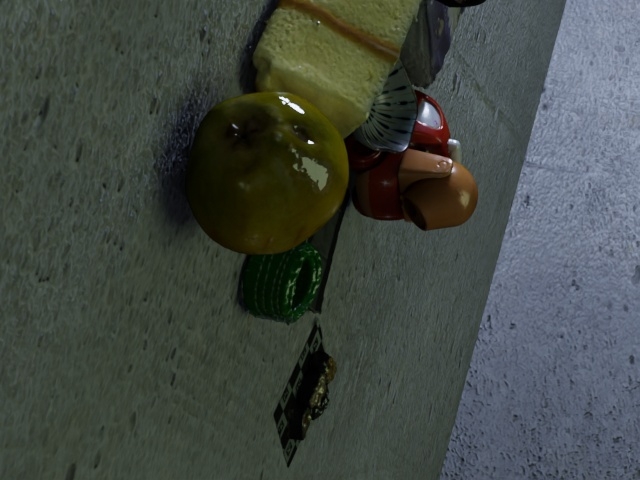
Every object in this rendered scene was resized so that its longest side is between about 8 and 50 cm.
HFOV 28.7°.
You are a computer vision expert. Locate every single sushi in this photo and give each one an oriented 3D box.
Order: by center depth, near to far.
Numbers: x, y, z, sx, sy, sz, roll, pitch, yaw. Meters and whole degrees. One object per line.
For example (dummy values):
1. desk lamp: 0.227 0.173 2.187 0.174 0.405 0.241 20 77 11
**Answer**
1. sushi: -0.008 0.281 2.245 0.192 0.050 0.215 80 29 -50

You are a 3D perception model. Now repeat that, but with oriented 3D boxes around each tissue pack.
1. tissue pack: 0.189 -0.471 2.207 0.242 0.125 0.344 78 28 -49

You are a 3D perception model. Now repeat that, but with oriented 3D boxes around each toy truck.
1. toy truck: 0.176 -0.138 2.207 0.189 0.239 0.265 76 30 -53

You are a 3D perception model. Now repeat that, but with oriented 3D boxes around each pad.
1. pad: -0.001 0.000 2.128 0.174 0.022 0.233 40 62 -70

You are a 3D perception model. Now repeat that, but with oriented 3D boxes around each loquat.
1. loquat: -0.066 -0.077 1.597 0.246 0.213 0.213 59 47 -64

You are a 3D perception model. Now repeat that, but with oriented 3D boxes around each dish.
1. dish: 0.083 -0.228 2.094 0.190 0.066 0.191 13 73 -48

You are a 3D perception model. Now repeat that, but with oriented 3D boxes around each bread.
1. bread: -0.019 -0.258 1.818 0.236 0.198 0.263 -41 -159 59

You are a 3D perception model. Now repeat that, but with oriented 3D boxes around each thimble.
1. thimble: -0.059 0.059 1.880 0.118 0.090 0.130 50 54 -65

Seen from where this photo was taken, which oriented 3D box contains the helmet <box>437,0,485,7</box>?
1. helmet: 0.158 -0.448 1.919 0.198 0.253 0.154 93 12 -77
